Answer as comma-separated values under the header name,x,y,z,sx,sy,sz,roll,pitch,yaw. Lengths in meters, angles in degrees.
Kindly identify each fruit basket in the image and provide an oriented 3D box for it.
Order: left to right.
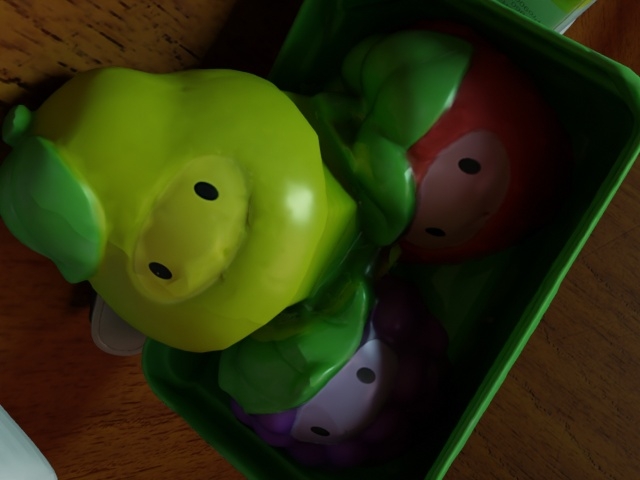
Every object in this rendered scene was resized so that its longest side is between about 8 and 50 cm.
name,x,y,z,sx,sy,sz,roll,pitch,yaw
fruit basket,0.000,0.000,0.681,0.392,0.283,0.392,-39,150,-28

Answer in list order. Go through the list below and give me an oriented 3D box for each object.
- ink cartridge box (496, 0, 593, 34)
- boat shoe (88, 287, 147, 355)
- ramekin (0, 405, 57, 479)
name,x,y,z,sx,sy,sz,roll,pitch,yaw
ink cartridge box,0.219,-0.298,0.702,0.279,0.160,0.385,-43,180,-15
boat shoe,-0.129,-0.010,0.809,0.065,0.075,0.206,-107,-144,-56
ramekin,-0.290,0.190,0.640,0.277,0.135,0.277,-46,164,-18
